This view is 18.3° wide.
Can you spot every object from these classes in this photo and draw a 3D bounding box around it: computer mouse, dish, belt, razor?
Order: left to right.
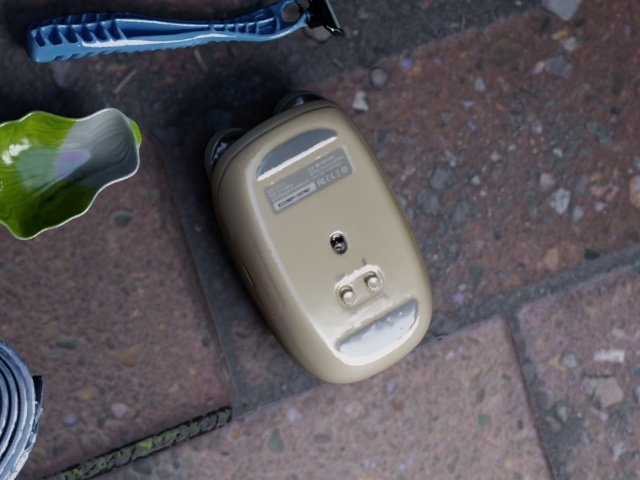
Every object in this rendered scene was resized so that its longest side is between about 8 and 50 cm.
[{"bbox_3d":[-0.299,0.145,1.491,0.190,0.082,0.141,-42,103,-15],"label":"belt"},{"bbox_3d":[-0.207,-0.059,1.546,0.137,0.039,0.091,-23,95,-21],"label":"dish"},{"bbox_3d":[-0.111,-0.170,1.580,0.253,0.042,0.082,-9,53,-21],"label":"razor"},{"bbox_3d":[0.000,0.000,1.609,0.145,0.082,0.236,-31,101,-18],"label":"computer mouse"}]
